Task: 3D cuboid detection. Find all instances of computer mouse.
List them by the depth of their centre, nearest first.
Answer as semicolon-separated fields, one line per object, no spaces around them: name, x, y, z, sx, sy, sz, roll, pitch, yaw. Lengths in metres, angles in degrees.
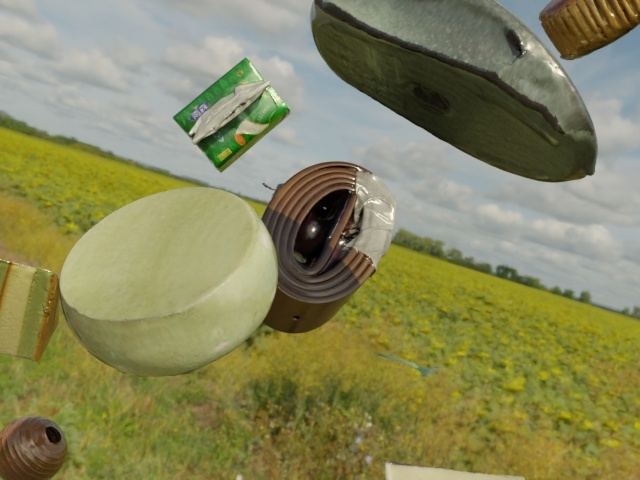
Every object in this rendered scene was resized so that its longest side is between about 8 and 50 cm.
computer mouse;0.153;-0.196;0.756;0.374;0.114;0.203;34;-13;20

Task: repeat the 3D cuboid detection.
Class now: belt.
belt;0.000;0.000;1.178;0.217;0.338;0.122;34;-41;0

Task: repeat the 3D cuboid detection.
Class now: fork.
fork;0.227;0.317;1.749;0.039;0.021;0.235;-23;14;-33

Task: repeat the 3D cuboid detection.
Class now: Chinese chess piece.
Chinese chess piece;-0.174;0.043;0.798;0.250;0.250;0.101;17;-43;33

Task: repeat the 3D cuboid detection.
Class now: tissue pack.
tissue pack;-0.188;-0.270;1.459;0.148;0.209;0.156;50;-1;-1

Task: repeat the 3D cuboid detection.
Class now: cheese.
cheese;0.320;0.562;1.550;0.400;0.034;0.085;13;46;-23

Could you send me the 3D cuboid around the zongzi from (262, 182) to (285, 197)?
zongzi;-0.034;-0.072;1.645;0.189;0.081;0.178;-1;-33;16

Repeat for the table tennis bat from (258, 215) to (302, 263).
table tennis bat;-0.071;0.005;1.461;0.198;0.050;0.321;-18;28;-34

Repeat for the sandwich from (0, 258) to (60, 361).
sandwich;-0.484;0.085;1.112;0.117;0.187;0.144;15;25;-15

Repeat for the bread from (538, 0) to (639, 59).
bread;0.437;-0.369;1.044;0.104;0.199;0.199;53;-6;-10

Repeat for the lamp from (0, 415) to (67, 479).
lamp;-0.554;0.402;1.306;0.136;0.136;0.136;17;1;0
